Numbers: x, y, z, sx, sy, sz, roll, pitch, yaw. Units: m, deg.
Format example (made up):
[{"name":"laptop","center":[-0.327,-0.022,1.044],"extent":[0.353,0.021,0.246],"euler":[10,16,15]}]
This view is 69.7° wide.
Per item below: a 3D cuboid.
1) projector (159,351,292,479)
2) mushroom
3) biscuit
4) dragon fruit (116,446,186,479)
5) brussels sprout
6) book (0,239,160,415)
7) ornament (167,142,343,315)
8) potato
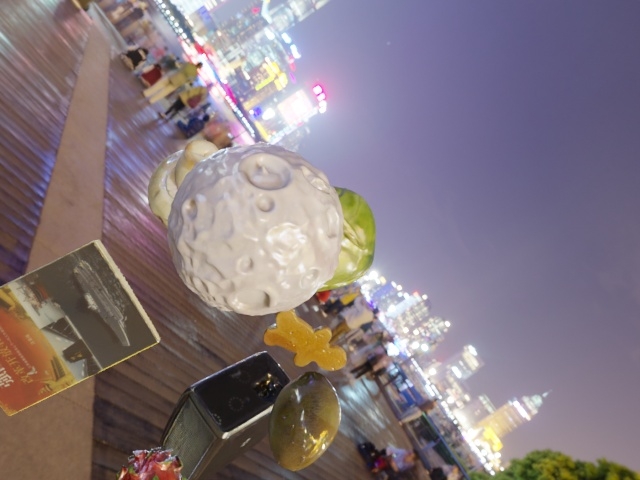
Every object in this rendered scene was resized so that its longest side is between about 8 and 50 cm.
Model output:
[{"name":"projector","center":[-0.348,0.657,1.712],"extent":[0.242,0.405,0.395],"euler":[45,34,22]},{"name":"mushroom","center":[-0.418,-0.193,1.590],"extent":[0.315,0.356,0.315],"euler":[32,20,-13]},{"name":"biscuit","center":[-0.035,0.276,1.250],"extent":[0.240,0.158,0.035],"euler":[34,29,-11]},{"name":"dragon fruit","center":[-0.361,0.539,0.967],"extent":[0.137,0.235,0.135],"euler":[9,25,-23]},{"name":"brussels sprout","center":[0.013,0.015,1.631],"extent":[0.361,0.425,0.342],"euler":[31,49,-20]},{"name":"book","center":[-0.577,0.192,0.990],"extent":[0.262,0.374,0.028],"euler":[64,-1,-15]},{"name":"ornament","center":[-0.119,-0.028,0.882],"extent":[0.337,0.337,0.337],"euler":[56,1,-1]},{"name":"potato","center":[-0.040,0.430,1.104],"extent":[0.160,0.235,0.177],"euler":[28,-38,-3]}]
